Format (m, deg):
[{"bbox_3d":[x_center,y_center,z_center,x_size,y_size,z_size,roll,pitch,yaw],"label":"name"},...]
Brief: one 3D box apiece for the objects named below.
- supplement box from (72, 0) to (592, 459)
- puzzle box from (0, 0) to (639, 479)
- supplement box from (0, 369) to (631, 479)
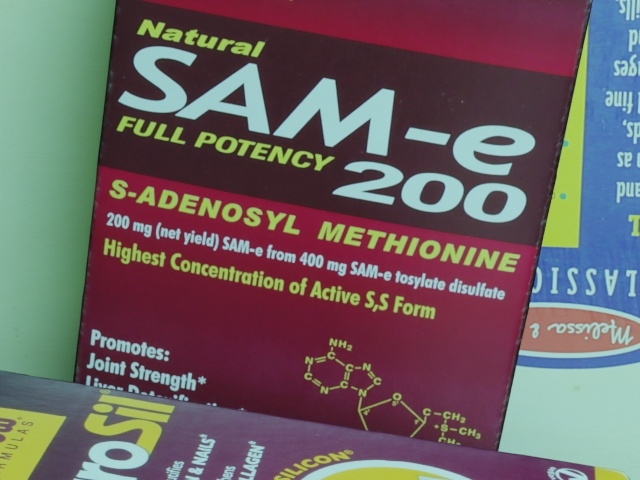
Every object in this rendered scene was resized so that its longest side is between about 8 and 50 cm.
[{"bbox_3d":[0.000,0.000,0.527,0.130,0.073,0.239,10,111,4],"label":"supplement box"},{"bbox_3d":[-0.034,-0.010,0.595,0.408,0.052,0.272,2,110,7],"label":"puzzle box"},{"bbox_3d":[-0.015,0.103,0.472,0.188,0.104,0.081,9,111,4],"label":"supplement box"}]
